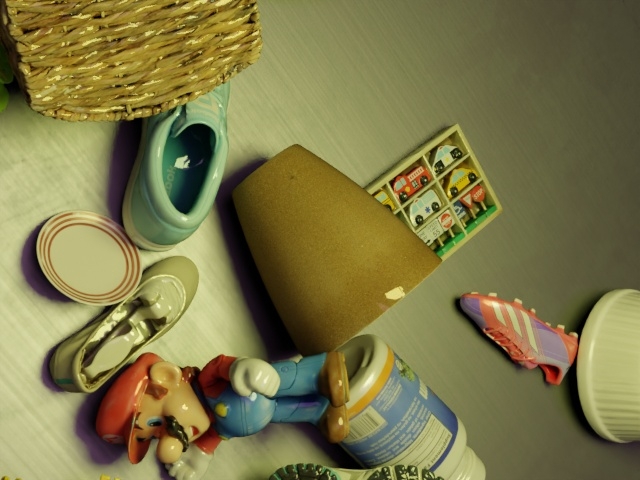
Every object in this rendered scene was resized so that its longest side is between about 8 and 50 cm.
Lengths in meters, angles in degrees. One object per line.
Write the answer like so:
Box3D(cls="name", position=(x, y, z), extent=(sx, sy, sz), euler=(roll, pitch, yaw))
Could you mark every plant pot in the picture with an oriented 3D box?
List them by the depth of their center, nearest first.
Box3D(cls="plant pot", position=(0.000, 0.000, 1.375), extent=(0.237, 0.237, 0.254), euler=(-36, 88, -28))

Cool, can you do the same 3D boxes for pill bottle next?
Box3D(cls="pill bottle", position=(0.115, 0.276, 1.437), extent=(0.272, 0.152, 0.152), euler=(46, 65, -19))

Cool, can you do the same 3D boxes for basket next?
Box3D(cls="basket", position=(-0.241, -0.286, 1.207), extent=(0.299, 0.223, 0.213), euler=(-19, 128, -17))

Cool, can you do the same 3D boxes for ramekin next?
Box3D(cls="ramekin", position=(0.566, 0.219, 1.695), extent=(0.273, 0.127, 0.273), euler=(-1, 91, -43))

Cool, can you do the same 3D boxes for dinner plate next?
Box3D(cls="dinner plate", position=(-0.298, 0.024, 1.274), extent=(0.141, 0.017, 0.141), euler=(19, 52, -26))

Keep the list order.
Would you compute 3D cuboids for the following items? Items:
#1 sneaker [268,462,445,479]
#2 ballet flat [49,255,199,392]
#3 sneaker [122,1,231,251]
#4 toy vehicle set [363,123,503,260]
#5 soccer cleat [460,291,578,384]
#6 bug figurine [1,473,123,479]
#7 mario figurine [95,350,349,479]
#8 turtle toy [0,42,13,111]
Box3D(cls="sneaker", position=(0.064, 0.361, 1.373), extent=(0.283, 0.122, 0.110), euler=(11, 74, 0))
Box3D(cls="ballet flat", position=(-0.238, 0.108, 1.285), extent=(0.248, 0.086, 0.086), euler=(-44, 107, -27))
Box3D(cls="sneaker", position=(-0.164, -0.168, 1.314), extent=(0.135, 0.150, 0.366), euler=(12, 76, -31))
Box3D(cls="toy vehicle set", position=(0.160, -0.047, 1.564), extent=(0.267, 0.035, 0.166), euler=(-38, 104, -28))
Box3D(cls="soccer cleat", position=(0.323, 0.157, 1.618), extent=(0.248, 0.083, 0.095), euler=(26, 77, -29))
Box3D(cls="bug figurine", position=(-0.340, 0.404, 1.200), extent=(0.216, 0.072, 0.279), euler=(26, 77, -20))
Box3D(cls="mario figurine", position=(-0.122, 0.232, 1.251), extent=(0.320, 0.170, 0.198), euler=(-5, 100, -2))
Box3D(cls="turtle toy", position=(-0.414, -0.222, 1.222), extent=(0.095, 0.066, 0.130), euler=(-22, 97, -56))
